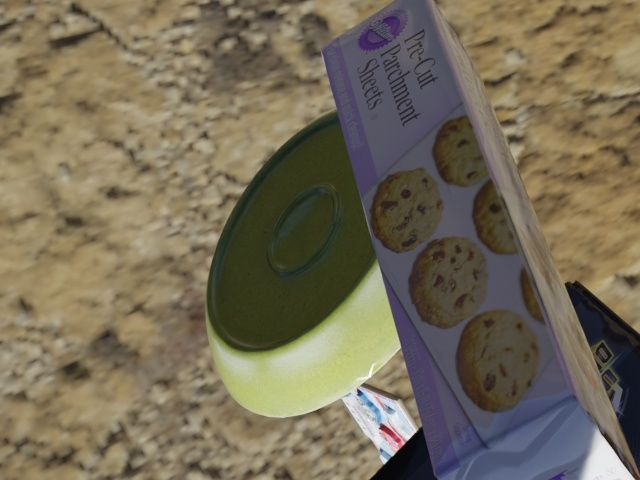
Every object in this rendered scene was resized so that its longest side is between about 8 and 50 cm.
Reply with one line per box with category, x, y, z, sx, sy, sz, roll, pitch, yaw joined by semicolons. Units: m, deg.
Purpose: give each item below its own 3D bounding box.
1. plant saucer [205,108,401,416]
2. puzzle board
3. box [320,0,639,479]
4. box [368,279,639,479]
plant saucer;0.000;0.000;1.256;0.241;0.241;0.037;-35;129;31
puzzle board;0.060;0.158;1.470;0.096;0.011;0.128;16;143;56
box;0.061;0.000;0.837;0.067;0.324;0.063;-29;125;13
box;0.184;0.222;1.298;0.293;0.295;0.073;42;157;16
